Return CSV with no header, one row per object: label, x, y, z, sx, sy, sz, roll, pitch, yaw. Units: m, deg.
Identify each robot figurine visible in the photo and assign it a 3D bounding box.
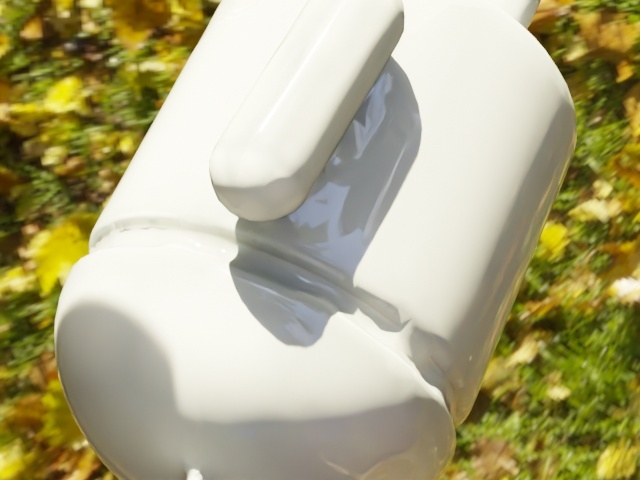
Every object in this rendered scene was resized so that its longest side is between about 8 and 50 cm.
robot figurine,0.000,0.000,0.745,0.200,0.300,0.353,18,63,16
